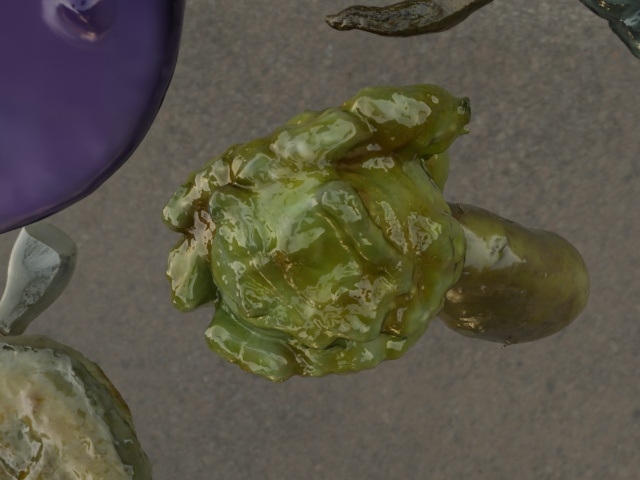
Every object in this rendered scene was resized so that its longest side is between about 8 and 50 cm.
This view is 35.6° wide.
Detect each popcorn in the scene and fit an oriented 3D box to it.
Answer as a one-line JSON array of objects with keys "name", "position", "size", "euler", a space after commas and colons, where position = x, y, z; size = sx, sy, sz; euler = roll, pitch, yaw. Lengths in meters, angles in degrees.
[{"name": "popcorn", "position": [0.009, -0.001, 1.019], "size": [0.336, 0.274, 0.279], "euler": [-7, 86, 21]}]

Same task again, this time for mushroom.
[{"name": "mushroom", "position": [-0.496, 0.079, 1.705], "size": [0.093, 0.116, 0.225], "euler": [11, 77, 60]}]

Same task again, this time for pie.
[{"name": "pie", "position": [-0.242, 0.207, 0.759], "size": [0.274, 0.055, 0.274], "euler": [-3, 76, 14]}]

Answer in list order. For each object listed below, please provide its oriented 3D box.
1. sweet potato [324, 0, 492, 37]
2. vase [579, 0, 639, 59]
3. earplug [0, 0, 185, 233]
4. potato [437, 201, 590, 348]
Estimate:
[{"name": "sweet potato", "position": [0.080, -0.199, 0.880], "size": [0.153, 0.041, 0.038], "euler": [-9, 113, 0]}, {"name": "vase", "position": [0.141, -0.189, 0.570], "size": [0.060, 0.060, 0.211], "euler": [-27, 114, 35]}, {"name": "earplug", "position": [-0.159, -0.200, 0.533], "size": [0.215, 0.456, 0.215], "euler": [0, 120, -1]}, {"name": "potato", "position": [0.201, 0.041, 1.236], "size": [0.192, 0.296, 0.141], "euler": [-25, 45, 47]}]
